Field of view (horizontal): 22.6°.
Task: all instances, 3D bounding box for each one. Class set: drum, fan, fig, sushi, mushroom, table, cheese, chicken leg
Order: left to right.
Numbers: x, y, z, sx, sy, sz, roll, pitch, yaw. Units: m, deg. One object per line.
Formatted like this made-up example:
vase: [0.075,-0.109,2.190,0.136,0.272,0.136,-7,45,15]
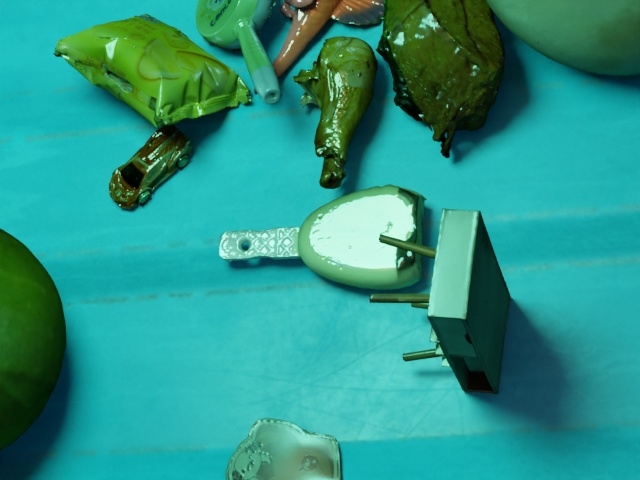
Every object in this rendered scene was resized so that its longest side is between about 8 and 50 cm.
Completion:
fig: [-0.456,0.099,1.837,0.316,0.316,0.316,-6,65,13]
drum: [-0.081,-0.271,1.986,0.130,0.049,0.253,-60,36,13]
fan: [-0.008,0.282,1.800,0.220,0.009,0.132,18,75,23]
cheese: [0.000,0.000,1.900,0.251,0.054,0.127,-3,66,16]
chicken leg: [0.014,-0.157,1.948,0.101,0.085,0.207,2,65,15]
sushi: [0.131,-0.248,1.934,0.149,0.140,0.287,-2,59,-26]
table: [0.130,0.068,1.726,0.111,0.240,0.121,3,67,16]
mushroom: [0.355,-0.374,1.874,0.362,0.294,0.362,2,96,16]

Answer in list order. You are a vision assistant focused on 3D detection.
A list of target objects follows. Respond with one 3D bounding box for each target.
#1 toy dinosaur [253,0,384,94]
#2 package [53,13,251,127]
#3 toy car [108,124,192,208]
toy dinosaur: [0.019,-0.292,2.034,0.139,0.070,0.286,17,73,-1]
package: [-0.210,-0.217,2.019,0.226,0.090,0.168,35,37,23]
toy car: [-0.217,-0.093,2.013,0.122,0.035,0.059,-43,66,-8]
